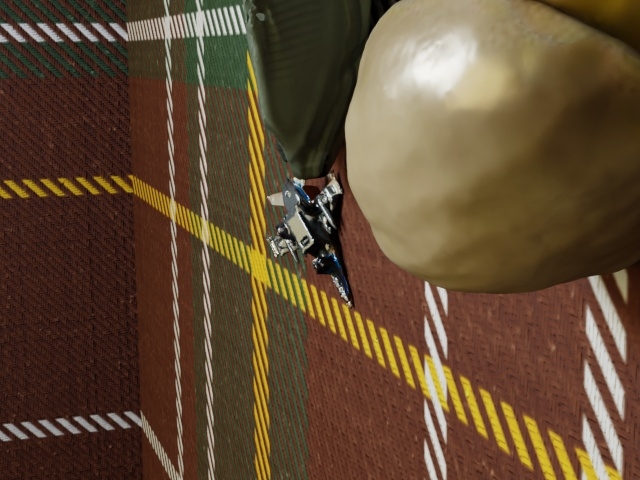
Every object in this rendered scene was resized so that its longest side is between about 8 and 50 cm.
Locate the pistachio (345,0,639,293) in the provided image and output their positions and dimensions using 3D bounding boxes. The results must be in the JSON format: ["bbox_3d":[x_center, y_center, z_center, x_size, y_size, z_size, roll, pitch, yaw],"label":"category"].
[{"bbox_3d":[0.131,-0.076,0.726,0.309,0.230,0.229,135,130,-62],"label":"pistachio"}]

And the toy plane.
[{"bbox_3d":[-0.008,-0.001,1.394,0.135,0.062,0.188,-44,49,34],"label":"toy plane"}]

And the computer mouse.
[{"bbox_3d":[-0.014,-0.258,1.234,0.228,0.146,0.429,-105,6,-48],"label":"computer mouse"}]
